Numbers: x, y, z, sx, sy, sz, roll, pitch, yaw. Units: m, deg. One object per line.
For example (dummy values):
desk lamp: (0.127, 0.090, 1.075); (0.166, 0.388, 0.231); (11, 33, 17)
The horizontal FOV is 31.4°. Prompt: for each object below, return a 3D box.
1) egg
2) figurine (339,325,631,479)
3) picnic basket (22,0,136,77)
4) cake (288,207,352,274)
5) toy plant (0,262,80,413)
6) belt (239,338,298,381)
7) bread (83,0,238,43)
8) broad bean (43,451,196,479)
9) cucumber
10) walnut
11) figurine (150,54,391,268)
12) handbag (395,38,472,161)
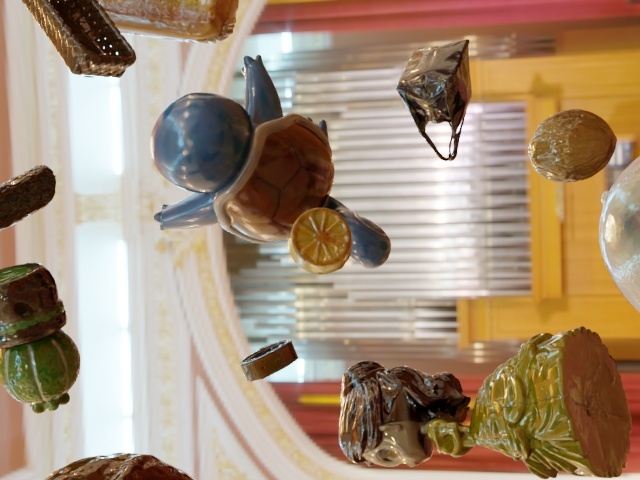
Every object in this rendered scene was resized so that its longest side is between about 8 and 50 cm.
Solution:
egg: (0.603, -0.014, 1.803); (0.339, 0.354, 0.355); (8, -101, -40)
figurine: (0.162, 0.203, 1.272); (0.187, 0.315, 0.168); (-23, -83, -58)
picnic basket: (-0.356, -0.310, 1.660); (0.110, 0.193, 0.055); (-5, -41, -50)
cake: (0.000, 0.000, 1.446); (0.044, 0.084, 0.084); (89, -176, -75)
toy plant: (-0.317, 0.111, 1.247); (0.093, 0.092, 0.162); (-59, -43, -65)
belt: (-0.075, 0.175, 1.656); (0.036, 0.083, 0.059); (67, 167, -8)
bread: (-0.268, -0.407, 1.878); (0.119, 0.288, 0.153); (-12, -69, -71)
broad bean: (-0.182, 0.254, 0.886); (0.228, 0.122, 0.156); (-28, -86, -40)
cucumber: (-0.398, -0.029, 1.311); (0.214, 0.052, 0.058); (-31, -42, -46)
walnut: (0.358, -0.133, 1.616); (0.105, 0.124, 0.105); (-7, -90, -71)
figurine: (-0.087, -0.088, 1.709); (0.416, 0.298, 0.243); (31, -167, -30)
handbag: (0.145, -0.157, 1.369); (0.115, 0.072, 0.139); (-65, -33, -50)
